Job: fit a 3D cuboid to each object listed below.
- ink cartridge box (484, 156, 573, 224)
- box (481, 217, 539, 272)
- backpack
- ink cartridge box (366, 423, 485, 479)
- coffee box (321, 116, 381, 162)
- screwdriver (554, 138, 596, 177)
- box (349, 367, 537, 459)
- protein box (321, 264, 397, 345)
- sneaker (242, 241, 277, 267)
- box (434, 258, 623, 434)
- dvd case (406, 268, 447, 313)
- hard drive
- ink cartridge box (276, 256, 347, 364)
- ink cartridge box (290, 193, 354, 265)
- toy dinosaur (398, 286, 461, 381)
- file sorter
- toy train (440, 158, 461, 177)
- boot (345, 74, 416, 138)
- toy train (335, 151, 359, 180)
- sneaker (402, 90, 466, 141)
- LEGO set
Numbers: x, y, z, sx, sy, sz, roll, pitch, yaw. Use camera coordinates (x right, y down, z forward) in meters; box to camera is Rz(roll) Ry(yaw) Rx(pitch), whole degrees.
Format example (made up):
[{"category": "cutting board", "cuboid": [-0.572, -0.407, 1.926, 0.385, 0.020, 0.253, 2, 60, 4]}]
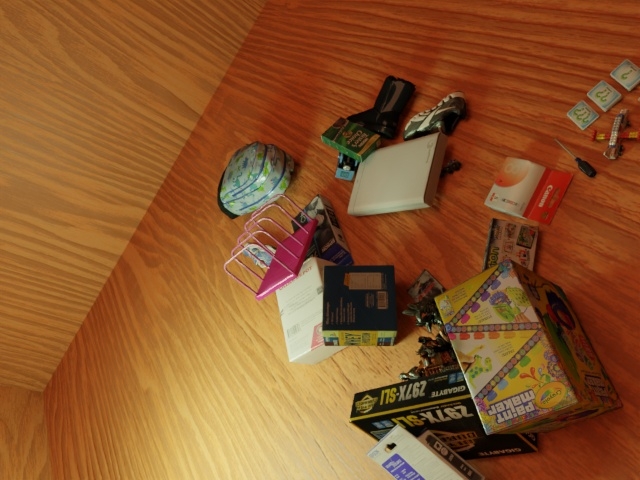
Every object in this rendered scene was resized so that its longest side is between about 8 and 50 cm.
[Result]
[{"category": "ink cartridge box", "cuboid": [0.528, -0.130, 1.355, 0.179, 0.045, 0.145, 27, 91, 54]}, {"category": "box", "cuboid": [0.457, 0.055, 1.286, 0.114, 0.036, 0.206, 12, 75, 10]}, {"category": "backpack", "cuboid": [-0.268, -0.266, 2.198, 0.356, 0.273, 0.289, -2, 61, 35]}, {"category": "ink cartridge box", "cuboid": [0.226, 0.502, 1.181, 0.045, 0.208, 0.206, -43, -14, -40]}, {"category": "coffee box", "cuboid": [0.106, -0.350, 1.824, 0.184, 0.040, 0.113, 35, 70, 30]}, {"category": "screwdriver", "cuboid": [0.624, -0.211, 1.307, 0.024, 0.025, 0.169, -44, 43, 22]}, {"category": "box", "cuboid": [0.266, 0.401, 1.173, 0.322, 0.257, 0.079, -26, 33, 37]}, {"category": "protein box", "cuboid": [0.109, 0.186, 1.499, 0.201, 0.136, 0.199, -1, 62, 4]}, {"category": "sneaker", "cuboid": [-0.248, 0.059, 2.096, 0.211, 0.080, 0.081, 2, 68, 50]}, {"category": "box", "cuboid": [0.415, 0.223, 1.058, 0.177, 0.290, 0.279, -34, 55, 30]}, {"category": "dvd case", "cuboid": [0.301, 0.146, 1.479, 0.087, 0.013, 0.119, -53, 39, 13]}, {"category": "hard drive", "cuboid": [0.236, -0.202, 1.693, 0.353, 0.047, 0.232, -4, 66, 54]}, {"category": "ink cartridge box", "cuboid": [-0.019, 0.225, 1.690, 0.207, 0.117, 0.282, -36, 53, 31]}, {"category": "ink cartridge box", "cuboid": [0.000, 0.000, 1.864, 0.165, 0.065, 0.332, -44, 43, 22]}, {"category": "toy dinosaur", "cuboid": [0.329, 0.248, 1.317, 0.322, 0.164, 0.218, -26, 56, -14]}, {"category": "file sorter", "cuboid": [-0.168, 0.011, 1.773, 0.202, 0.182, 0.290, -34, 23, 36]}, {"category": "toy train", "cuboid": [0.358, -0.207, 1.605, 0.158, 0.027, 0.036, -23, 42, 40]}, {"category": "boot", "cuboid": [0.208, -0.474, 1.868, 0.247, 0.094, 0.207, 23, 89, 48]}, {"category": "toy train", "cuboid": [0.099, -0.308, 1.897, 0.105, 0.080, 0.184, 108, 172, -56]}, {"category": "sneaker", "cuboid": [0.357, -0.363, 1.652, 0.234, 0.078, 0.106, -32, 46, 31]}, {"category": "LEGO set", "cuboid": [0.708, -0.304, 1.241, 0.182, 0.060, 0.244, -45, 42, 27]}]
